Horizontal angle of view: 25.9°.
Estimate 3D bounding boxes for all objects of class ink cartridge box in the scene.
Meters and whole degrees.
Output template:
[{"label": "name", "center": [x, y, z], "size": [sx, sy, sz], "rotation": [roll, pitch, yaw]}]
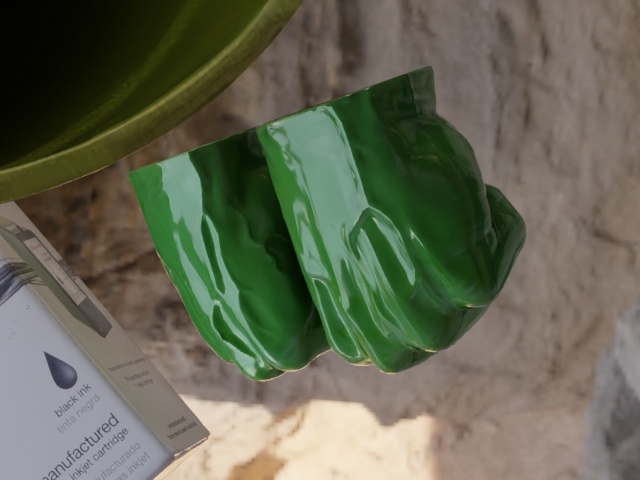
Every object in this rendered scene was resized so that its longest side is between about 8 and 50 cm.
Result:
[{"label": "ink cartridge box", "center": [-0.242, 0.099, 0.943], "size": [0.198, 0.273, 0.115], "rotation": [-42, -6, 6]}]

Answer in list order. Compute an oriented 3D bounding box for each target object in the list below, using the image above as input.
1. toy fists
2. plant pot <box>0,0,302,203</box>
[{"label": "toy fists", "center": [0.000, 0.000, 0.760], "size": [0.279, 0.096, 0.142], "rotation": [-11, 99, 54]}, {"label": "plant pot", "center": [-0.228, -0.154, 0.524], "size": [0.353, 0.366, 0.367], "rotation": [-19, 65, 58]}]
